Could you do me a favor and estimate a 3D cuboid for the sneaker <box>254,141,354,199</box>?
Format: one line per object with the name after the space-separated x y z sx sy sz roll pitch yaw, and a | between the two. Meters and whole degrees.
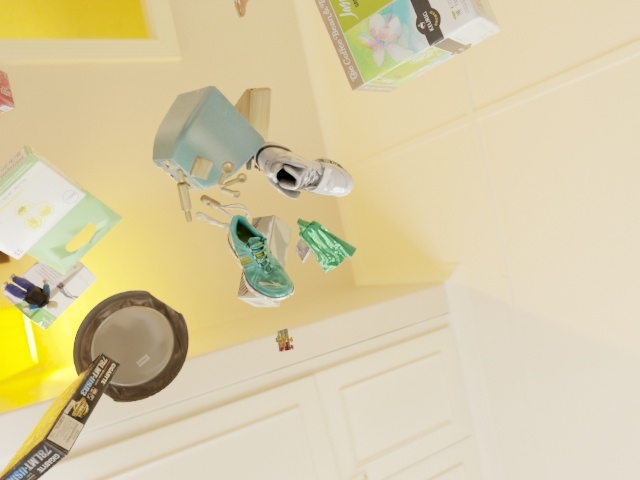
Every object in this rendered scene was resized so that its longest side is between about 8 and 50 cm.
-0.040 -0.205 1.687 0.137 0.366 0.210 -64 -158 21 | sneaker

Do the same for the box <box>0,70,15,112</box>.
-1.037 -0.450 1.455 0.257 0.128 0.122 3 71 -80 | box

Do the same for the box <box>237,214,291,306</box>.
-0.174 0.066 1.607 0.094 0.113 0.275 -6 -117 28 | box

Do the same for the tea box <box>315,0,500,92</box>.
0.185 -0.565 1.176 0.324 0.220 0.328 -23 -89 34 | tea box

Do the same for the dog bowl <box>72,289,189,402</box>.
-0.584 0.336 1.599 0.102 0.349 0.348 102 -32 -68 | dog bowl

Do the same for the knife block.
-0.237 -0.387 1.835 0.276 0.088 0.242 -29 -99 56 | knife block

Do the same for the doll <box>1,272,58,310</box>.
-1.026 0.189 1.810 0.189 0.129 0.046 36 -39 -14 | doll

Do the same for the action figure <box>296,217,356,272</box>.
0.000 0.000 1.678 0.232 0.137 0.063 44 9 -36 | action figure

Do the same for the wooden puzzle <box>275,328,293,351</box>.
-0.085 0.229 1.160 0.083 0.006 0.049 -29 -113 54 | wooden puzzle

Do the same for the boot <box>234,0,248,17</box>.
-0.202 -0.814 1.632 0.197 0.153 0.073 99 -14 -46 | boot

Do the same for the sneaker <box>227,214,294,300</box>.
-0.166 0.046 1.318 0.275 0.107 0.110 49 -31 27 | sneaker

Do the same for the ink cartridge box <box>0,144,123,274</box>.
-0.498 -0.037 0.928 0.056 0.171 0.235 40 -6 43 | ink cartridge box

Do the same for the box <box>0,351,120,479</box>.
-0.674 0.475 1.300 0.295 0.073 0.293 -41 -164 22 | box

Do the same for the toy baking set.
-0.305 -0.117 1.449 0.030 0.197 0.256 -110 -161 -60 | toy baking set

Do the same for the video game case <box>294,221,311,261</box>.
-0.049 0.005 1.791 0.122 0.011 0.087 -61 -145 17 | video game case

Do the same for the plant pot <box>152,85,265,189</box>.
-0.382 -0.298 1.609 0.248 0.252 0.247 8 -29 49 | plant pot

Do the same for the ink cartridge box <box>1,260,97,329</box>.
-1.058 0.178 1.988 0.198 0.273 0.114 30 -24 24 | ink cartridge box
